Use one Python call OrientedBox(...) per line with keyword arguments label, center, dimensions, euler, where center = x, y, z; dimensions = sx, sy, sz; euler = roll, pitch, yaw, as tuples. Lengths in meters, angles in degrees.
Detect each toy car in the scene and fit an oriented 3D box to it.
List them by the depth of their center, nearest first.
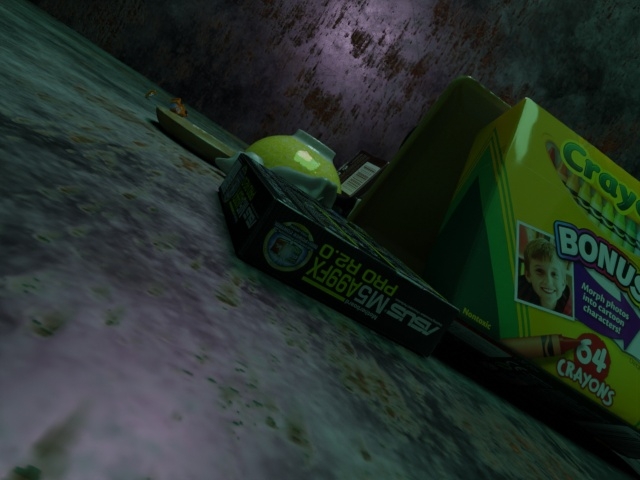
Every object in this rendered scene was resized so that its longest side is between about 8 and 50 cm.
OrientedBox(label="toy car", center=(-0.438, -0.378, 1.358), dimensions=(0.122, 0.060, 0.041), euler=(18, 48, 12))

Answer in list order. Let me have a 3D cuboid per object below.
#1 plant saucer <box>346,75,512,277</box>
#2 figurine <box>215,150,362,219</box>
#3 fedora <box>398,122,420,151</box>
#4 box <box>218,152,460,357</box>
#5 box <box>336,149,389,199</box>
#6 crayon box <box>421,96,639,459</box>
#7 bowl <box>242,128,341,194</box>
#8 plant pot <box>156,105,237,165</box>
OrientedBox(label="plant saucer", center=(0.242, -0.043, 0.787), dimensions=(0.332, 0.333, 0.081), euler=(32, 26, -10))
OrientedBox(label="figurine", center=(-0.054, -0.083, 0.829), dimensions=(0.209, 0.092, 0.215), euler=(28, 4, 28))
OrientedBox(label="fedora", center=(0.317, -0.139, 0.914), dimensions=(0.334, 0.153, 0.334), euler=(19, -36, 14))
OrientedBox(label="box", center=(0.000, 0.000, 0.540), dimensions=(0.216, 0.060, 0.270), euler=(31, 7, -23))
OrientedBox(label="box", center=(0.142, -0.117, 1.375), dimensions=(0.203, 0.168, 0.167), euler=(51, -4, -31))
OrientedBox(label="crayon box", center=(0.327, 0.050, 0.612), dimensions=(0.362, 0.313, 0.106), euler=(32, -23, -11))
OrientedBox(label="bowl", center=(-0.049, -0.185, 1.223), dimensions=(0.289, 0.156, 0.289), euler=(33, 6, -4))
OrientedBox(label="plant pot", center=(-0.217, -0.182, 0.937), dimensions=(0.236, 0.032, 0.236), euler=(33, 6, -4))
